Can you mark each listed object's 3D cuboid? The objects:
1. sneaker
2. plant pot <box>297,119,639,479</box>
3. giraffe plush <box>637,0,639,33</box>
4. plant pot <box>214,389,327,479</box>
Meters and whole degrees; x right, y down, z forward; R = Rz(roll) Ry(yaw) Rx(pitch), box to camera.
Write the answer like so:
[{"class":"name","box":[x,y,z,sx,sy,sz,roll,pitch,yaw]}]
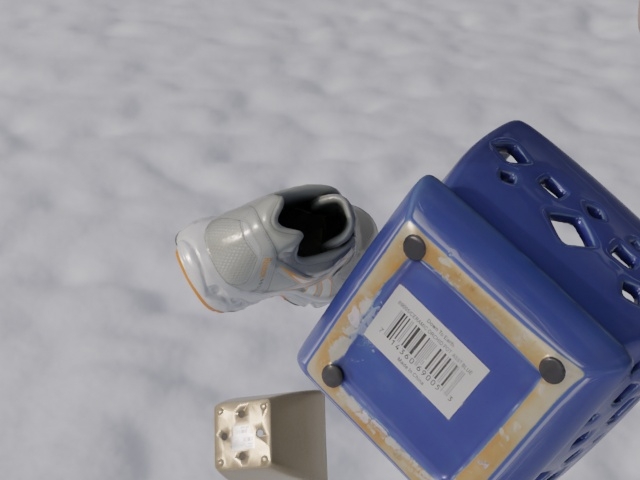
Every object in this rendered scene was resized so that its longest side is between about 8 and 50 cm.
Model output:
[{"class":"sneaker","box":[0.000,0.000,0.923,0.121,0.099,0.262,-27,-8,30]},{"class":"plant pot","box":[0.135,0.072,0.848,0.236,0.236,0.212,44,33,18]},{"class":"giraffe plush","box":[0.169,-0.102,0.351,0.210,0.170,0.181,38,76,26]},{"class":"plant pot","box":[-0.063,0.221,1.200,0.109,0.109,0.096,-10,-18,26]}]
